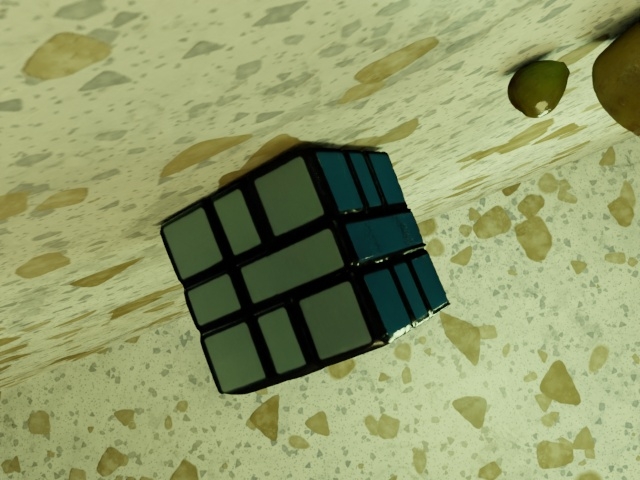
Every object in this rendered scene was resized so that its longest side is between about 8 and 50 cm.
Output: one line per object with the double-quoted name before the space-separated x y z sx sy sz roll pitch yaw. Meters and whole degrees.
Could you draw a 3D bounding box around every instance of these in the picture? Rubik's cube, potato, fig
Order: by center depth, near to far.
"potato" 0.484 -0.246 0.873 0.204 0.178 0.158 -6 152 -17
"fig" 0.300 -0.211 0.894 0.088 0.074 0.074 -39 170 11
"Rubik's cube" -0.017 0.042 0.988 0.294 0.283 0.288 -27 173 30
